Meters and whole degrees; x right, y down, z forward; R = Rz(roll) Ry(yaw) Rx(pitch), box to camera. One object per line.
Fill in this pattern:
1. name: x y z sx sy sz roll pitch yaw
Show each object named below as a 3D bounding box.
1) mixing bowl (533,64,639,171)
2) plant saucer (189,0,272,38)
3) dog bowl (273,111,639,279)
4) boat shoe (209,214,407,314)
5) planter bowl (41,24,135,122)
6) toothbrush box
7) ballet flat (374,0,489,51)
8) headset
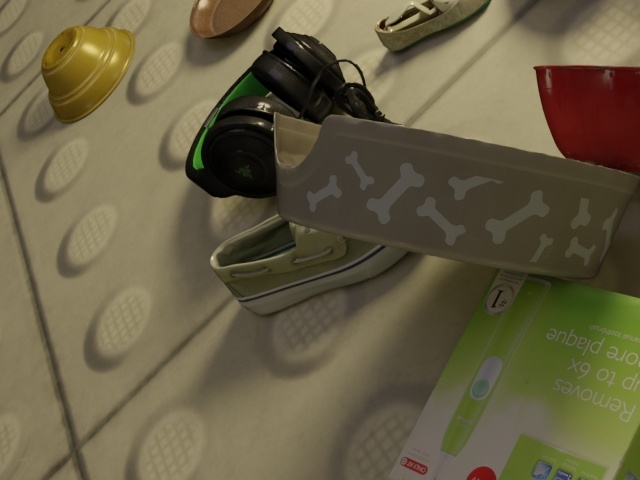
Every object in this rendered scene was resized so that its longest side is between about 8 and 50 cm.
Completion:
1. mixing bowl: 0.295 -0.118 1.046 0.181 0.181 0.098 12 102 49
2. plant saucer: -0.134 -0.408 1.790 0.198 0.036 0.199 -26 43 28
3. dog bowl: 0.117 -0.042 1.015 0.349 0.348 0.102 15 96 49
4. boat shoe: 0.000 0.000 1.276 0.302 0.094 0.109 -29 43 25
5. planter bowl: -0.455 -0.333 2.003 0.217 0.090 0.217 -25 45 28
6. toothbrush box: 0.194 0.184 0.914 0.206 0.122 0.283 16 73 50
7. ballet flat: 0.146 -0.301 1.412 0.168 0.052 0.057 -26 44 27
8. headset: -0.036 -0.156 1.444 0.243 0.185 0.394 -59 24 -17
